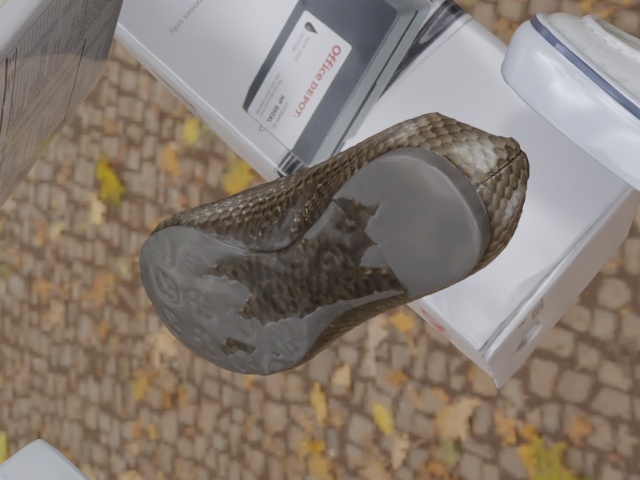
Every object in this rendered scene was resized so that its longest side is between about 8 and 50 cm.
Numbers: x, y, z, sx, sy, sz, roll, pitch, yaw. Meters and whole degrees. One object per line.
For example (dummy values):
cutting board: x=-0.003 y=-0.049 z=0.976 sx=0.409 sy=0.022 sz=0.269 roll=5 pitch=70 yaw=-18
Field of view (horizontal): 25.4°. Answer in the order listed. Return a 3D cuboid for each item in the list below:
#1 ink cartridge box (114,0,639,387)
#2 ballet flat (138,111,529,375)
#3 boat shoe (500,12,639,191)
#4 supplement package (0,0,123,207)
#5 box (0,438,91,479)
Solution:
ink cartridge box: x=0.031 y=-0.092 z=1.022 sx=0.395 sy=0.285 sz=0.166 roll=42 pitch=90 yaw=13
ballet flat: x=0.000 y=0.000 z=0.590 sx=0.084 sy=0.058 sz=0.250 roll=54 pitch=145 yaw=-8
boat shoe: x=0.284 y=-0.060 z=0.743 sx=0.367 sy=0.136 sz=0.156 roll=29 pitch=112 yaw=4
supplement package: x=-0.244 y=-0.100 z=0.719 sx=0.263 sy=0.199 sz=0.198 roll=-59 pitch=1 yaw=-32
box: x=-0.085 y=0.206 z=0.559 sx=0.182 sy=0.119 sz=0.181 roll=25 pitch=143 yaw=51
